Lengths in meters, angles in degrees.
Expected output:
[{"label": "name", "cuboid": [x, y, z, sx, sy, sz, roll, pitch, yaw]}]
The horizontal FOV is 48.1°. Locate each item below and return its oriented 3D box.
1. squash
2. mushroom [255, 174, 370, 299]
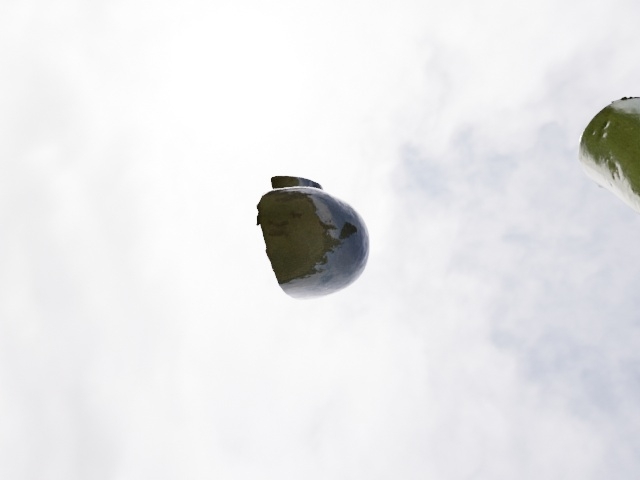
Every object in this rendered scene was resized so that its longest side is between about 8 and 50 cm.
[{"label": "squash", "cuboid": [0.413, -0.063, 0.795, 0.287, 0.137, 0.137, -108, -143, -61]}, {"label": "mushroom", "cuboid": [0.000, 0.000, 0.850, 0.117, 0.188, 0.141, 2, -104, 12]}]
